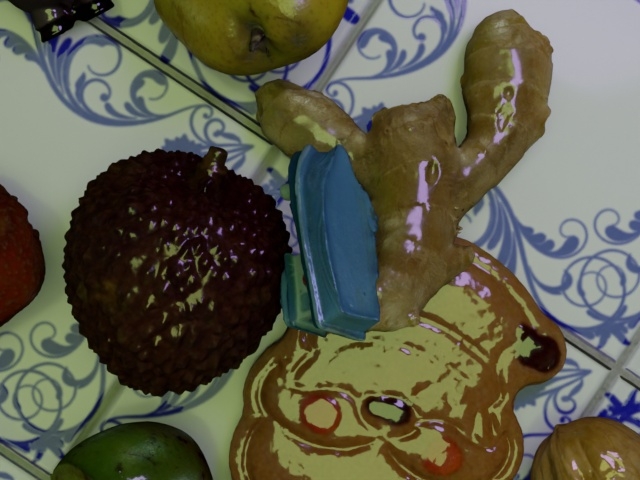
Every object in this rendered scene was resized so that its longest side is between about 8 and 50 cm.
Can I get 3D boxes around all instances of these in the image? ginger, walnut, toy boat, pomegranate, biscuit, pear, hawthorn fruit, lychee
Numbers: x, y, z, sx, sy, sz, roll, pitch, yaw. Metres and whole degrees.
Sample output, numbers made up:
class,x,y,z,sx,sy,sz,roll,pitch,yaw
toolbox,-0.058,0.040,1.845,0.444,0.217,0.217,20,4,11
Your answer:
class,x,y,z,sx,sy,sz,roll,pitch,yaw
ginger,0.135,-0.077,1.817,0.363,0.122,0.348,-14,74,-9
walnut,0.339,0.302,1.816,0.159,0.159,0.206,-37,91,-1
toy boat,0.000,0.000,1.695,0.098,0.109,0.237,-25,59,37
pomegranate,-0.190,0.293,1.776,0.159,0.241,0.190,-32,97,-32
biscuit,0.083,0.207,1.859,0.350,0.078,0.455,22,89,3
pear,-0.052,-0.275,1.752,0.267,0.267,0.178,-25,48,-1
hawthorn fruit,-0.447,0.037,1.776,0.253,0.205,0.205,-35,90,-15
lychee,-0.167,0.031,1.752,0.276,0.275,0.304,19,110,-1

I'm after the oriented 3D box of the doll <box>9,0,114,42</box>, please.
class,x,y,z,sx,sy,sz,roll,pitch,yaw
doll,-0.342,-0.374,1.828,0.182,0.117,0.257,-27,90,-3
